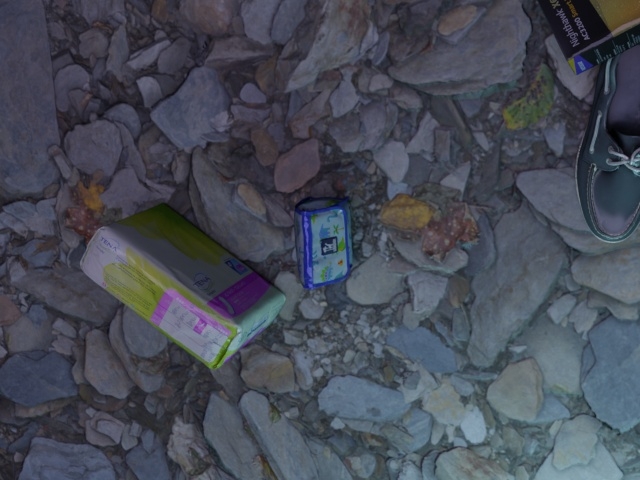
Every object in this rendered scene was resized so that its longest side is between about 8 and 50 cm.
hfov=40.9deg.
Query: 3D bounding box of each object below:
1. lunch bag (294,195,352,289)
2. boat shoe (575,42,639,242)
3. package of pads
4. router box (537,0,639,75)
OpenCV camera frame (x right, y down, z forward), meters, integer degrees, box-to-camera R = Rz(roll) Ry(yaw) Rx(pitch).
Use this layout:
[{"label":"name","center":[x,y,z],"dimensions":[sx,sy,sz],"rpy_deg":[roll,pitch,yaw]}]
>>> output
[{"label":"lunch bag","center":[0.000,0.000,1.401],"dimensions":[0.096,0.151,0.128],"rpy_deg":[0,102,18]},{"label":"boat shoe","center":[0.439,-0.146,1.254],"dimensions":[0.116,0.099,0.319],"rpy_deg":[8,105,16]},{"label":"package of pads","center":[-0.229,0.071,1.449],"dimensions":[0.296,0.229,0.101],"rpy_deg":[36,110,8]},{"label":"router box","center":[0.391,-0.420,1.166],"dimensions":[0.243,0.081,0.308],"rpy_deg":[-27,74,21]}]
